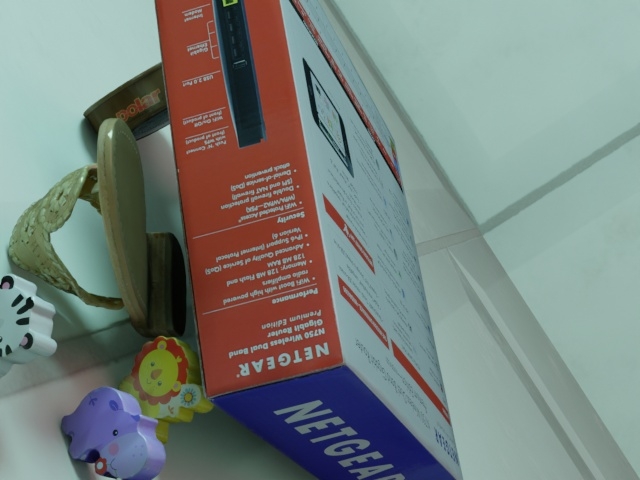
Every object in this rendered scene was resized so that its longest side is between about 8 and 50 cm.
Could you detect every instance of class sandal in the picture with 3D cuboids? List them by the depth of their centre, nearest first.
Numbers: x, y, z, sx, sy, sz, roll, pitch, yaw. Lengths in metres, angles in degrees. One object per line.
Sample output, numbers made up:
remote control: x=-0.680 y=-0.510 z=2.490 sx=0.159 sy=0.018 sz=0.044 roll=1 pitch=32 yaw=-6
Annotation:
sandal: x=-0.129 y=0.008 z=0.720 sx=0.240 sy=0.079 sz=0.088 roll=81 pitch=7 yaw=-72

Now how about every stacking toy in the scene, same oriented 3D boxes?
stacking toy: x=-0.082 y=0.128 z=0.622 sx=0.167 sy=0.052 sz=0.221 roll=34 pitch=27 yaw=-60

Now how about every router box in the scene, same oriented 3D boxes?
router box: x=0.000 y=0.000 z=0.886 sx=0.335 sy=0.082 sz=0.301 roll=53 pitch=25 yaw=-62

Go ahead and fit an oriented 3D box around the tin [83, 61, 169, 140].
tin: x=-0.111 y=-0.111 z=0.981 sx=0.040 sy=0.106 sz=0.189 roll=63 pitch=13 yaw=-6
